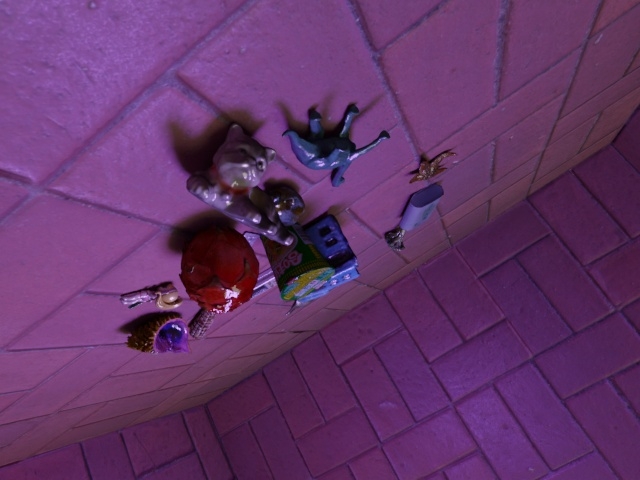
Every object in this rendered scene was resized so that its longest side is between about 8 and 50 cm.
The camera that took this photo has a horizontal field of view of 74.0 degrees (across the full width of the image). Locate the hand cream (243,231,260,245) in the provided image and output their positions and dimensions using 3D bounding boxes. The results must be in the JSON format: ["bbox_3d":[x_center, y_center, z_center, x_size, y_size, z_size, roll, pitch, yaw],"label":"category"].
[{"bbox_3d":[-0.306,0.063,1.446,0.257,0.050,0.084,-41,155,20],"label":"hand cream"}]

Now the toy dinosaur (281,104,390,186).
[{"bbox_3d":[-0.008,-0.209,1.160,0.383,0.129,0.331,-15,164,-35],"label":"toy dinosaur"}]

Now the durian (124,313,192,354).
[{"bbox_3d":[-0.620,0.361,1.604,0.186,0.154,0.260,-7,165,0],"label":"durian"}]

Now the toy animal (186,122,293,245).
[{"bbox_3d":[-0.158,-0.119,1.010,0.307,0.188,0.266,25,167,-26],"label":"toy animal"}]

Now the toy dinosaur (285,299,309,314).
[{"bbox_3d":[-0.072,0.312,2.337,0.294,0.077,0.162,-17,157,-35],"label":"toy dinosaur"}]

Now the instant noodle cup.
[{"bbox_3d":[-0.093,0.051,1.435,0.207,0.233,0.207,-24,157,-11],"label":"instant noodle cup"}]

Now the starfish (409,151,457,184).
[{"bbox_3d":[0.438,-0.289,1.663,0.247,0.050,0.138,-25,160,-36],"label":"starfish"}]

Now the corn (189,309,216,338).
[{"bbox_3d":[-0.498,0.345,1.819,0.079,0.079,0.237,-10,149,-45],"label":"corn"}]

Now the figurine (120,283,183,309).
[{"bbox_3d":[-0.544,0.189,1.376,0.187,0.083,0.083,-3,148,-35],"label":"figurine"}]

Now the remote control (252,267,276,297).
[{"bbox_3d":[-0.213,0.163,1.804,0.277,0.056,0.103,-30,160,-3],"label":"remote control"}]

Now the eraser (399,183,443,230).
[{"bbox_3d":[0.466,-0.151,1.976,0.174,0.081,0.227,-28,158,-15],"label":"eraser"}]

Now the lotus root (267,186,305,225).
[{"bbox_3d":[-0.111,-0.104,1.258,0.113,0.088,0.192,-48,158,2],"label":"lotus root"}]

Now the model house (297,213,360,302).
[{"bbox_3d":[-0.023,0.079,1.613,0.303,0.237,0.215,-29,162,4],"label":"model house"}]

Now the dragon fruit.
[{"bbox_3d":[-0.290,0.086,1.222,0.240,0.252,0.241,1,144,1],"label":"dragon fruit"}]

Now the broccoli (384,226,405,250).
[{"bbox_3d":[0.404,-0.043,2.156,0.122,0.118,0.204,11,127,-18],"label":"broccoli"}]
